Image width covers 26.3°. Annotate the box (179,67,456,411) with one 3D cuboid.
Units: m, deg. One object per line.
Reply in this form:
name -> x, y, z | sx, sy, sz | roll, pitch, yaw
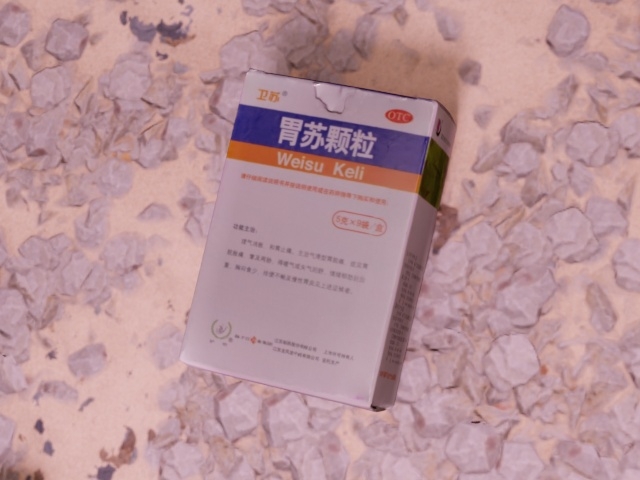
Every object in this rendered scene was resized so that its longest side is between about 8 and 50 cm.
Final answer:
box -> 0.000, 0.000, 1.343 | 0.200, 0.106, 0.299 | 12, 86, 18
